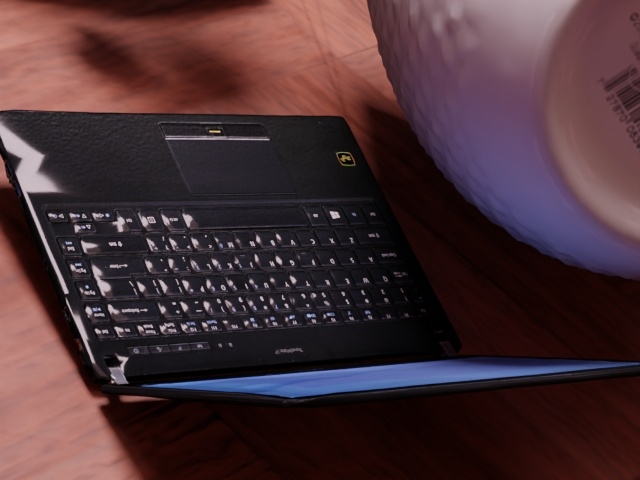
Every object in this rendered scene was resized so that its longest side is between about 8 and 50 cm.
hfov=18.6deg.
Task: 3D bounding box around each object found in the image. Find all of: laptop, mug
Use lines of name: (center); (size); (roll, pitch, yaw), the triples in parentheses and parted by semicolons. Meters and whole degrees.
laptop: (0.000, 0.000, 0.962); (0.234, 0.136, 0.264); (-1, 53, -38)
mug: (0.188, -0.078, 1.070); (0.276, 0.374, 0.328); (-20, 19, 4)
